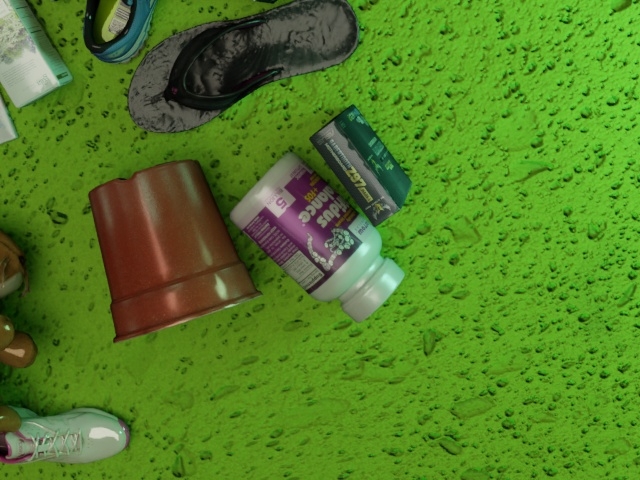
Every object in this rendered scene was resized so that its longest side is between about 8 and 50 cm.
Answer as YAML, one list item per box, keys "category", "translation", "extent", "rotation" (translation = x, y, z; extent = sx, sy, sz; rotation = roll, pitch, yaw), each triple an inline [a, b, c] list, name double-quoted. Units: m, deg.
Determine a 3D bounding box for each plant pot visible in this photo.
- category: "plant pot"
  translation: [-0.268, 0.012, 1.780]
  extent: [0.272, 0.272, 0.265]
  rotation: [-17, 90, 9]

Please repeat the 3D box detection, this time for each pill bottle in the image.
- category: "pill bottle"
  translation: [0.000, 0.000, 1.808]
  extent: [0.301, 0.169, 0.169]
  rotation: [43, 102, -4]

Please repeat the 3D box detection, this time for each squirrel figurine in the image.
- category: "squirrel figurine"
  translation: [-0.707, 0.139, 1.835]
  extent: [0.397, 0.281, 0.370]
  rotation: [4, 80, 17]

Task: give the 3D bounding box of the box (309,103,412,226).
- category: "box"
  translation: [0.074, -0.133, 1.743]
  extent: [0.059, 0.232, 0.183]
  rotation: [-35, 95, 17]

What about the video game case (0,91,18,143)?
- category: "video game case"
  translation: [-0.661, -0.234, 1.907]
  extent: [0.157, 0.019, 0.143]
  rotation: [-18, 99, 8]

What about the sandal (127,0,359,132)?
- category: "sandal"
  translation: [-0.150, -0.320, 1.794]
  extent: [0.446, 0.107, 0.167]
  rotation: [-22, 98, 10]

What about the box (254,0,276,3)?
- category: "box"
  translation: [-0.138, -0.532, 1.714]
  extent: [0.103, 0.184, 0.261]
  rotation: [-37, 95, 10]

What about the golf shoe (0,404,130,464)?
- category: "golf shoe"
  translation: [-0.522, 0.386, 1.950]
  extent: [0.306, 0.140, 0.115]
  rotation: [0, 99, 4]

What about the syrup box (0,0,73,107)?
- category: "syrup box"
  translation: [-0.550, -0.363, 1.821]
  extent: [0.093, 0.096, 0.236]
  rotation: [-27, 104, 9]

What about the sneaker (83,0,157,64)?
- category: "sneaker"
  translation: [-0.322, -0.461, 1.765]
  extent: [0.130, 0.147, 0.330]
  rotation: [21, 101, 1]
